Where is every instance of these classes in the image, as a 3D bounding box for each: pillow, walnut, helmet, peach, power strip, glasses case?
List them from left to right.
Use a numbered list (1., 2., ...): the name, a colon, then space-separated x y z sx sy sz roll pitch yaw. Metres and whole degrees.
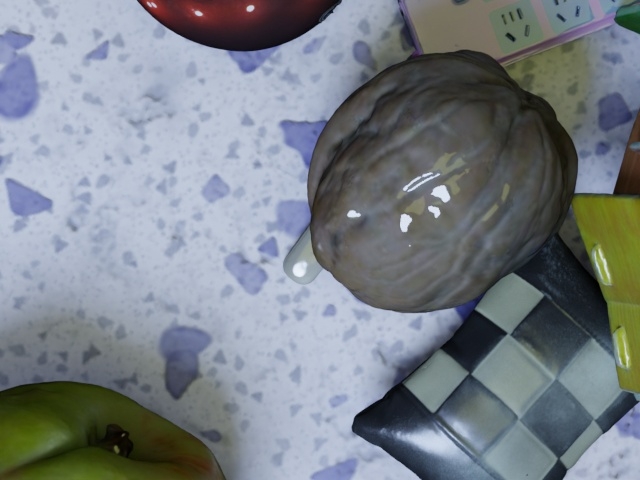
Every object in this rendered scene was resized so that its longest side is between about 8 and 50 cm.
1. peach: -0.228 0.262 1.396 0.314 0.281 0.316 7 127 -38
2. helmet: -0.070 -0.251 1.412 0.216 0.189 0.193 35 120 -2
3. glasses case: 0.000 0.000 1.521 0.032 0.021 0.083 36 91 -5
4. walnut: 0.092 -0.043 1.429 0.224 0.224 0.224 0 94 -4
5. pillow: 0.171 0.127 1.500 0.186 0.106 0.250 45 85 -9
6. power strip: 0.197 -0.221 1.511 0.278 0.037 0.109 -22 96 -2

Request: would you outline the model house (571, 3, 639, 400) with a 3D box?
1. model house: 0.389 -0.001 1.394 0.340 0.300 0.324 19 87 -18
